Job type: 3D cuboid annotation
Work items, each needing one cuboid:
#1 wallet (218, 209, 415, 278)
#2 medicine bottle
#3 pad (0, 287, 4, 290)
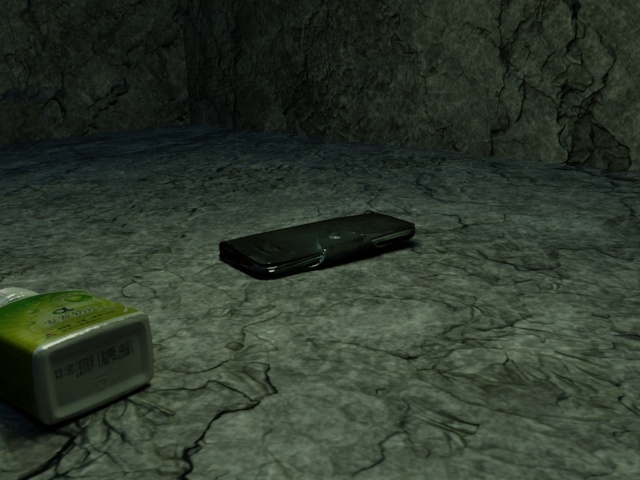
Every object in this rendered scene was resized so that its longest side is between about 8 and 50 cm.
[{"bbox_3d":[0.000,0.000,1.185,0.318,0.045,0.172,-13,17,-31],"label":"wallet"},{"bbox_3d":[-0.285,0.110,0.734,0.188,0.088,0.132,11,20,38],"label":"medicine bottle"},{"bbox_3d":[-0.580,0.089,1.004,0.266,0.002,0.176,6,17,25],"label":"pad"}]
